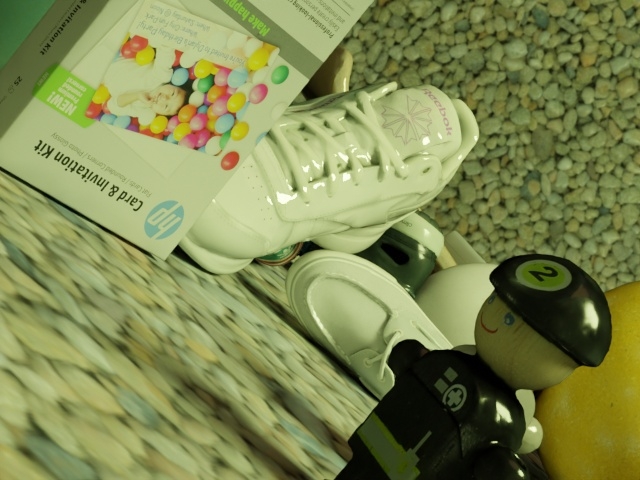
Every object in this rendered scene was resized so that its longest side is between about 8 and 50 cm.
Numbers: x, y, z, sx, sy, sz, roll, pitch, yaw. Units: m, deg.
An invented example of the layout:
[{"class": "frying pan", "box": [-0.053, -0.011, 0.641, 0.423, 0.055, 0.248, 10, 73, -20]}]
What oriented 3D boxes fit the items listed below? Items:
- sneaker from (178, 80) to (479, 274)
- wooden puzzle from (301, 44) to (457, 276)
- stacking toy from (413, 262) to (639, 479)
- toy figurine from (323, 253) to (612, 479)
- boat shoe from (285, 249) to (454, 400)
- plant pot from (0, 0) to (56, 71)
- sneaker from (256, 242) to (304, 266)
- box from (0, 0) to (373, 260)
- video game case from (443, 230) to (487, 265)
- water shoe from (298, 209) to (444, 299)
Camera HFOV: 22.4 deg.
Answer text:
[{"class": "sneaker", "box": [-0.004, -0.060, 1.039, 0.305, 0.152, 0.114, -10, 70, -60]}, {"class": "wooden puzzle", "box": [0.048, -0.030, 1.522, 0.348, 0.080, 0.322, 61, -1, -18]}, {"class": "stacking toy", "box": [0.290, 0.134, 1.247, 0.479, 0.351, 0.350, 25, 5, 0]}, {"class": "toy figurine", "box": [0.123, 0.113, 0.741, 0.213, 0.148, 0.209, 41, 5, 9]}, {"class": "boat shoe", "box": [0.052, 0.079, 1.039, 0.184, 0.066, 0.063, 49, 2, -15]}, {"class": "plant pot", "box": [-0.179, -0.238, 1.047, 0.293, 0.235, 0.293, 40, 6, -5]}, {"class": "sneaker", "box": [-0.075, -0.044, 1.140, 0.161, 0.057, 0.075, 43, 0, -1]}, {"class": "box", "box": [-0.076, -0.094, 0.841, 0.038, 0.186, 0.145, 45, 7, 40]}, {"class": "video game case", "box": [0.264, 0.163, 1.620, 0.329, 0.036, 0.300, 47, 3, -36]}, {"class": "water shoe", "box": [0.000, 0.000, 1.271, 0.203, 0.080, 0.073, 11, -20, 42]}]
